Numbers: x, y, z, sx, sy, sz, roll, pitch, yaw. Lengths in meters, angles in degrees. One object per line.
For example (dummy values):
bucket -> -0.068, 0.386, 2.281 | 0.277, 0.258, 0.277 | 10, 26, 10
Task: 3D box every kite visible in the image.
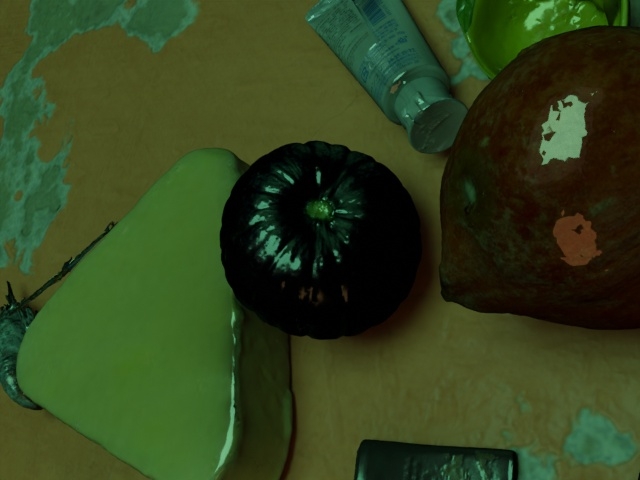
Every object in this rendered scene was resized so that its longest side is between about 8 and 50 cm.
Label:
kite -> -0.321, 0.038, 1.068 | 0.183, 0.010, 0.160 | -42, 14, -6

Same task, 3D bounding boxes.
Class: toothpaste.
toothpaste -> 0.070, -0.208, 0.929 | 0.114, 0.073, 0.299 | -41, 45, 17

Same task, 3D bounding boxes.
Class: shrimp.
shrimp -> -0.396, 0.127, 1.120 | 0.090, 0.079, 0.232 | -40, 48, 11

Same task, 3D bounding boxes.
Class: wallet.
wallet -> 0.097, 0.220, 0.748 | 0.157, 0.018, 0.082 | -3, 69, 35

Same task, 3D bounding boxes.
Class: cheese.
cheese -> -0.199, 0.110, 0.958 | 0.384, 0.104, 0.383 | -15, 62, 31

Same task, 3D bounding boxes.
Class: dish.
dish -> 0.219, -0.202, 0.801 | 0.149, 0.080, 0.207 | -47, 52, 16

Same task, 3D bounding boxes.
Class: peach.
peach -> 0.196, -0.035, 0.652 | 0.257, 0.232, 0.232 | -41, 51, 2

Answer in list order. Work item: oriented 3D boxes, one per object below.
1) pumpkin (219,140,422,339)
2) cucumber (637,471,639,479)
pumpkin -> 0.000, 0.000, 0.822 | 0.202, 0.140, 0.201 | 0, 62, -1
cucumber -> 0.258, 0.196, 0.610 | 0.078, 0.062, 0.211 | 22, 84, 40
